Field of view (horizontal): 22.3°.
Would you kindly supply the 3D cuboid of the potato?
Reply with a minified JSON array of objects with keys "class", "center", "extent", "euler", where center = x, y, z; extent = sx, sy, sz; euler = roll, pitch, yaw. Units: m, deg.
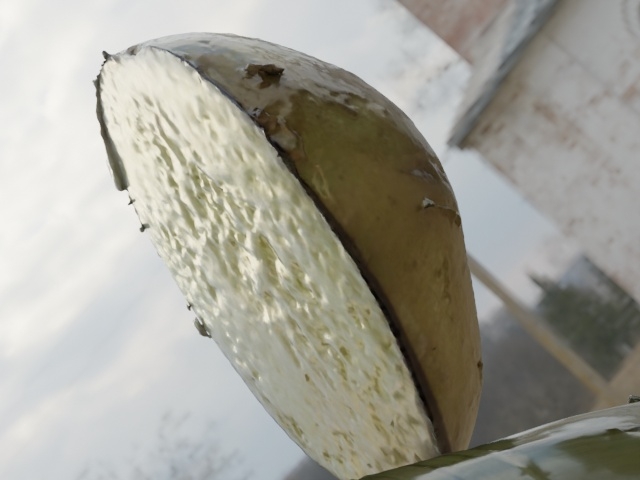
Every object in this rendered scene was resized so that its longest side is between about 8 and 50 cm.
[{"class":"potato","center":[0.000,0.000,0.895],"extent":[0.116,0.299,0.239],"euler":[-37,14,-29]}]

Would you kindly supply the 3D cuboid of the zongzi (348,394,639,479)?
[{"class":"zongzi","center":[0.007,0.298,0.628],"extent":[0.418,0.447,0.181],"euler":[-4,4,-9]}]
